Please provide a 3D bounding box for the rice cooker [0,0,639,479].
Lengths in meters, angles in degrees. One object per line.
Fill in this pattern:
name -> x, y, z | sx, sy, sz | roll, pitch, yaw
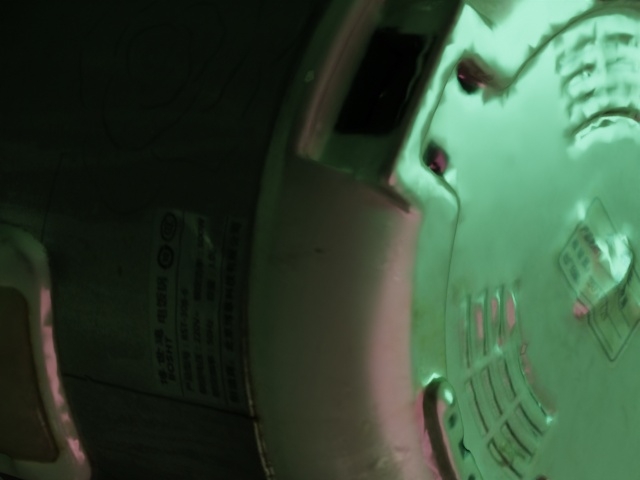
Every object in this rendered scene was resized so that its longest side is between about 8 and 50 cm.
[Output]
rice cooker -> -0.002, 0.001, 0.701 | 0.288, 0.277, 0.288 | -8, 101, -48
